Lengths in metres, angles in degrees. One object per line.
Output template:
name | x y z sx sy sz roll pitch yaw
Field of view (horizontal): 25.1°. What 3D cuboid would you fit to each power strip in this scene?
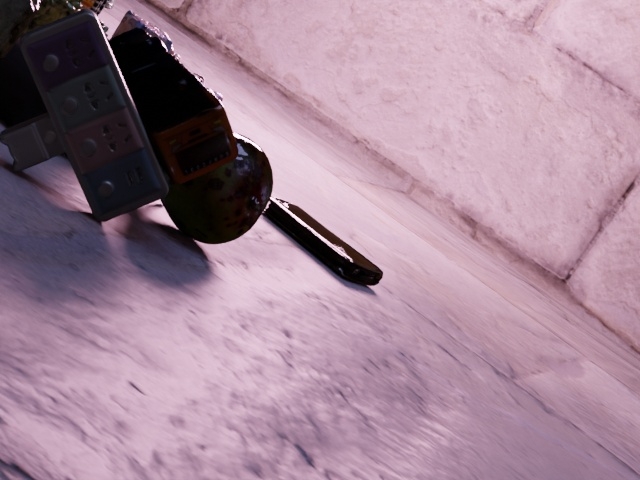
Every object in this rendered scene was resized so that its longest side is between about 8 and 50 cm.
power strip | -0.266 -0.122 1.528 0.061 0.145 0.215 -127 -165 -73

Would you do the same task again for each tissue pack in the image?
tissue pack | -0.284 -0.245 2.081 0.065 0.155 0.115 30 8 -27

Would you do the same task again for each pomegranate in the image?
pomegranate | -0.134 -0.071 1.747 0.148 0.148 0.169 28 5 -31

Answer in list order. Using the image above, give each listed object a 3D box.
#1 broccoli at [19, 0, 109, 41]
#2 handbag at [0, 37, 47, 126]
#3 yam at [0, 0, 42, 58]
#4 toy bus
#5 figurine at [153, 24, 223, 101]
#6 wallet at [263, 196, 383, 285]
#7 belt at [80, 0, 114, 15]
broccoli | -0.409 -0.352 2.034 0.260 0.235 0.288 -3 34 -33
handbag | -0.345 -0.190 1.805 0.247 0.080 0.223 40 10 33
yam | -0.462 -0.291 1.556 0.300 0.195 0.195 29 10 -20
toy bus | -0.195 -0.171 1.715 0.092 0.093 0.409 69 -10 -26
figurine | -0.277 -0.254 2.279 0.260 0.103 0.205 26 36 -22
wallet | 0.000 0.000 2.189 0.198 0.031 0.110 38 11 30
belt | -0.440 -0.480 2.612 0.160 0.206 0.295 29 12 -19
